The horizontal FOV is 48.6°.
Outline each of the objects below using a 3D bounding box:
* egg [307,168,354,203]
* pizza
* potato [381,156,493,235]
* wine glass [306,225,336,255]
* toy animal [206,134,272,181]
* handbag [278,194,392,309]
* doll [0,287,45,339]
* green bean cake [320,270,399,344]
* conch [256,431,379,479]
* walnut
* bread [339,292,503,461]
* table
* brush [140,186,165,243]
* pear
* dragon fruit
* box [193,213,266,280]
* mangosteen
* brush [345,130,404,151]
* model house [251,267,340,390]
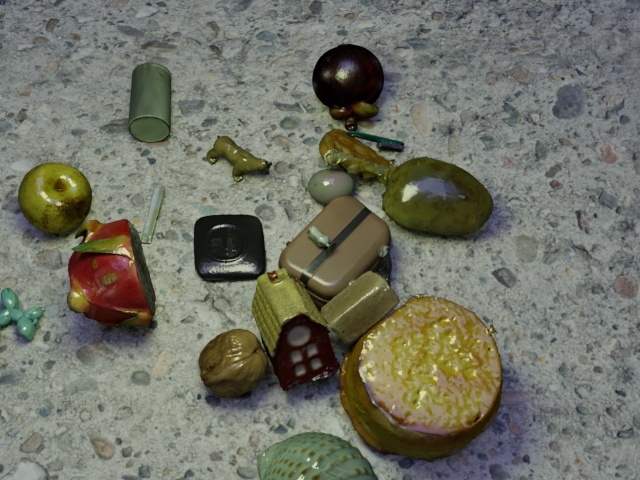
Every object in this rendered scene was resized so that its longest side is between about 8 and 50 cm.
[{"bbox_3d":[0.031,-0.155,2.033,0.135,0.103,0.103,-4,59,-6],"label":"egg"},{"bbox_3d":[0.123,-0.223,2.060,0.287,0.075,0.280,29,23,2],"label":"pizza"},{"bbox_3d":[0.324,-0.116,1.968,0.307,0.173,0.210,15,75,2],"label":"potato"},{"bbox_3d":[0.000,0.000,1.818,0.083,0.042,0.039,39,29,25],"label":"wine glass"},{"bbox_3d":[-0.236,-0.243,2.087,0.218,0.101,0.103,37,64,20],"label":"toy animal"},{"bbox_3d":[0.067,0.053,1.888,0.283,0.149,0.302,37,64,18],"label":"handbag"},{"bbox_3d":[-0.802,0.202,1.845,0.159,0.059,0.158,-35,63,-20],"label":"doll"},{"bbox_3d":[0.094,0.163,1.742,0.179,0.085,0.109,-39,21,-2],"label":"green bean cake"},{"bbox_3d":[-0.007,0.551,1.558,0.303,0.215,0.319,-29,64,-28],"label":"conch"},{"bbox_3d":[-0.218,0.302,1.730,0.184,0.155,0.155,-34,55,30],"label":"walnut"},{"bbox_3d":[0.242,0.329,1.685,0.398,0.215,0.398,0,65,0],"label":"bread"},{"bbox_3d":[-0.522,-0.424,2.179,0.126,0.126,0.220,-5,59,-3],"label":"table"},{"bbox_3d":[-0.479,-0.071,2.028,0.033,0.030,0.178,11,70,-2],"label":"brush"},{"bbox_3d":[-0.736,-0.114,1.966,0.197,0.197,0.197,0,59,0],"label":"pear"},{"bbox_3d":[-0.536,0.088,1.795,0.189,0.291,0.291,-12,60,-6],"label":"dragon fruit"},{"bbox_3d":[-0.253,0.014,1.968,0.201,0.042,0.212,-5,59,-1],"label":"box"},{"bbox_3d":[0.086,-0.464,2.166,0.228,0.228,0.265,-5,90,-3],"label":"mangosteen"},{"bbox_3d":[0.164,-0.295,2.123,0.193,0.043,0.032,8,76,-21],"label":"brush"},{"bbox_3d":[-0.073,0.202,1.707,0.160,0.254,0.196,-22,37,-8],"label":"model house"}]
